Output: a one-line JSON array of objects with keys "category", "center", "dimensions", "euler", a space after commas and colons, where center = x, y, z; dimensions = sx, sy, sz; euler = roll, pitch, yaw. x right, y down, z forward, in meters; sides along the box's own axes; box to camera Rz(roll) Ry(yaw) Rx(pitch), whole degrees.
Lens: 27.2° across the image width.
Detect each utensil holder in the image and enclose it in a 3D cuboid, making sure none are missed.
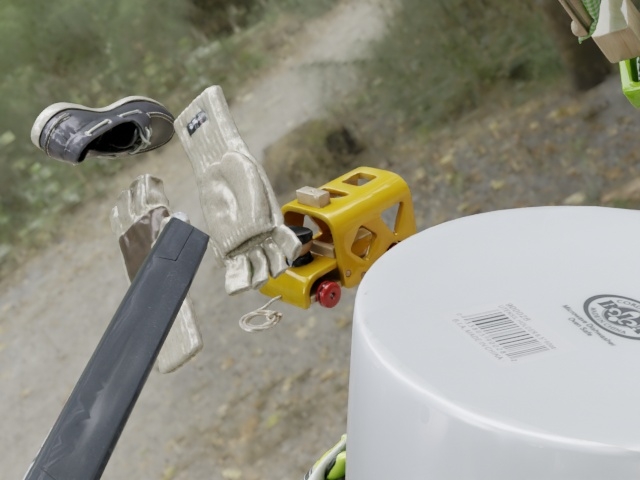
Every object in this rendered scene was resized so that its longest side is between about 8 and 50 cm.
[{"category": "utensil holder", "center": [0.173, 0.210, 0.863], "dimensions": [0.327, 0.385, 0.327], "euler": [0, 25, 0]}]

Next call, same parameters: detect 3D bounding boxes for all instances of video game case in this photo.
[{"category": "video game case", "center": [-0.161, 0.147, 0.781], "dimensions": [0.248, 0.035, 0.275], "euler": [-57, 8, 32]}]

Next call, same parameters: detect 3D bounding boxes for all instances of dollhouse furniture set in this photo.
[{"category": "dollhouse furniture set", "center": [0.314, -0.299, 1.306], "dimensions": [0.151, 0.301, 0.198], "euler": [-19, 52, 29]}]

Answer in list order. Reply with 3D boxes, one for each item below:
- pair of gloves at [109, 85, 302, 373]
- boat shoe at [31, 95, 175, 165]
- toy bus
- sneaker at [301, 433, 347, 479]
[{"category": "pair of gloves", "center": [-0.122, -0.006, 1.301], "dimensions": [0.042, 0.204, 0.240], "euler": [1, -36, -43]}, {"category": "boat shoe", "center": [-0.214, -0.106, 1.397], "dimensions": [0.206, 0.065, 0.075], "euler": [-9, -50, -58]}, {"category": "toy bus", "center": [0.005, -0.006, 1.370], "dimensions": [0.191, 0.104, 0.202], "euler": [-8, 23, 4]}, {"category": "sneaker", "center": [0.073, 0.271, 1.491], "dimensions": [0.145, 0.147, 0.385], "euler": [22, 40, 20]}]
